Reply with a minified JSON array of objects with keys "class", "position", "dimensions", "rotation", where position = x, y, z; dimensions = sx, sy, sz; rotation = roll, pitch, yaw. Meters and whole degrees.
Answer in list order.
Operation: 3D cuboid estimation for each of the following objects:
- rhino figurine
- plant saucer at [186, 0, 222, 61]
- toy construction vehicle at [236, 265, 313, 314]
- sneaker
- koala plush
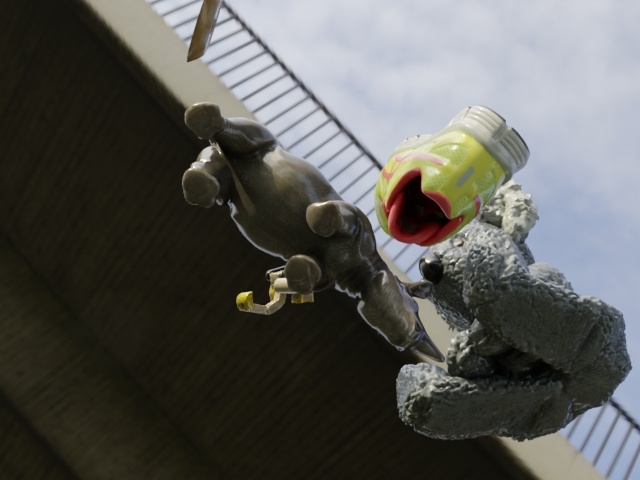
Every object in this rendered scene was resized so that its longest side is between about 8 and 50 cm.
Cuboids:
[{"class":"rhino figurine","position":[0.000,0.000,0.701],"dimensions":[0.243,0.106,0.073],"rotation":[42,-83,3]},{"class":"plant saucer","position":[-0.111,-0.212,0.968],"dimensions":[0.015,0.083,0.083],"rotation":[18,-51,-6]},{"class":"toy construction vehicle","position":[-0.011,0.041,0.841],"dimensions":[0.086,0.098,0.035],"rotation":[-5,-83,40]},{"class":"sneaker","position":[0.077,-0.032,0.778],"dimensions":[0.081,0.094,0.208],"rotation":[41,-21,0]},{"class":"koala plush","position":[0.168,0.060,0.953],"dimensions":[0.203,0.221,0.196],"rotation":[13,-61,-23]}]
